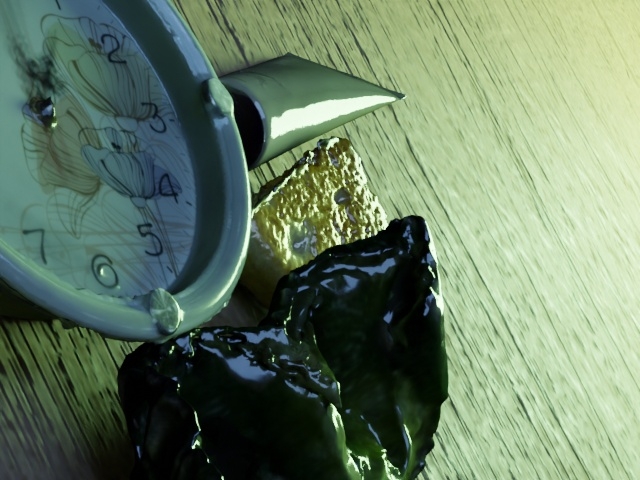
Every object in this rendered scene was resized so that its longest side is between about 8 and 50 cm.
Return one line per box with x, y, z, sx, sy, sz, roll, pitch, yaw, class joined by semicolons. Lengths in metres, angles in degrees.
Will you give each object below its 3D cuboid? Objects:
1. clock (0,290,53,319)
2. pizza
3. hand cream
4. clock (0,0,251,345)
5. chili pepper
-0.161;-0.071;0.766;0.235;0.029;0.235;39;35;-34;clock
0.000;0.000;0.917;0.178;0.041;0.131;15;61;-47;pizza
-0.023;-0.081;0.948;0.087;0.054;0.186;22;24;19;hand cream
-0.125;-0.056;0.720;0.236;0.053;0.236;36;38;-34;clock
-0.015;0.100;0.756;0.264;0.116;0.148;-57;142;-62;chili pepper
